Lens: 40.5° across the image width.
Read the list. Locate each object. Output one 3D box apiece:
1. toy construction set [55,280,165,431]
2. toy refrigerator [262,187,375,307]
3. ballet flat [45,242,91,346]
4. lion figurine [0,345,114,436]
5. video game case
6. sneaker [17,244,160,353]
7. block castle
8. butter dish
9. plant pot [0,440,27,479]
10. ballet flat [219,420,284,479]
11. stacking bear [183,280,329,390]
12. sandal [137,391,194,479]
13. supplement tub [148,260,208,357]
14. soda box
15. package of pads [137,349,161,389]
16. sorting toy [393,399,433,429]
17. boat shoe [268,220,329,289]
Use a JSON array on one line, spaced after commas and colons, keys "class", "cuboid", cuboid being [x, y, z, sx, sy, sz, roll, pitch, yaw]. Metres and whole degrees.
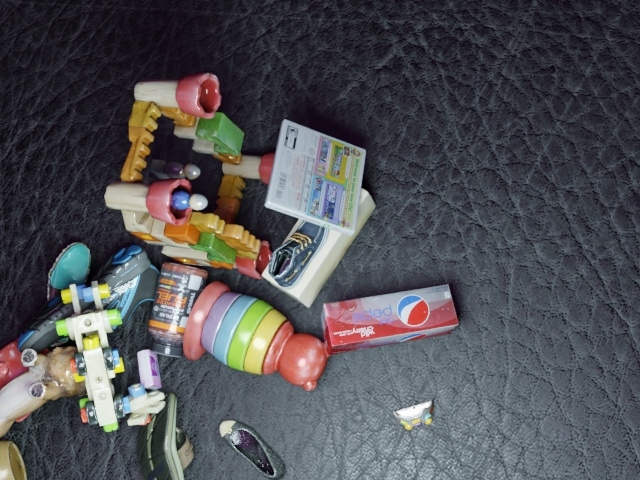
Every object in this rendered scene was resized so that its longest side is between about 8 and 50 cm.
[{"class": "toy construction set", "cuboid": [-0.434, 0.252, 1.745, 0.151, 0.215, 0.328, -26, 106, -9]}, {"class": "toy refrigerator", "cuboid": [0.000, 0.000, 1.867, 0.102, 0.094, 0.269, 30, 81, 23]}, {"class": "ballet flat", "cuboid": [-0.588, 0.121, 1.977, 0.091, 0.077, 0.241, 19, 75, -24]}, {"class": "lion figurine", "cuboid": [-0.631, 0.334, 1.819, 0.392, 0.240, 0.142, -25, 78, -2]}, {"class": "video game case", "cuboid": [-0.007, -0.130, 1.788, 0.193, 0.023, 0.212, 19, 58, -16]}, {"class": "sneaker", "cuboid": [-0.494, 0.159, 1.887, 0.341, 0.125, 0.140, -34, 114, -7]}, {"class": "block castle", "cuboid": [-0.207, -0.114, 1.759, 0.213, 0.453, 0.303, 7, 75, 23]}, {"class": "butter dish", "cuboid": [-0.681, 0.295, 1.926, 0.160, 0.118, 0.160, -45, 70, -1]}, {"class": "plant pot", "cuboid": [-0.766, 0.524, 1.843, 0.254, 0.237, 0.237, -16, 70, -8]}, {"class": "ballet flat", "cuboid": [-0.141, 0.429, 1.796, 0.173, 0.049, 0.057, 35, 84, 20]}, {"class": "stacking bear", "cuboid": [-0.121, 0.209, 1.801, 0.289, 0.164, 0.175, 23, 68, 11]}, {"class": "sandal", "cuboid": [-0.310, 0.463, 1.803, 0.120, 0.086, 0.303, -38, 50, 32]}, {"class": "supplement tub", "cuboid": [-0.312, 0.150, 1.882, 0.106, 0.106, 0.198, 10, 84, 16]}, {"class": "soda box", "cuboid": [0.136, 0.160, 1.751, 0.263, 0.083, 0.092, -8, 72, -8]}, {"class": "package of pads", "cuboid": [-0.373, 0.282, 1.893, 0.032, 0.050, 0.083, -15, 72, 9]}, {"class": "sorting toy", "cuboid": [0.186, 0.347, 1.728, 0.083, 0.075, 0.045, -18, 71, 8]}, {"class": "boat shoe", "cuboid": [-0.042, 0.010, 1.777, 0.065, 0.083, 0.183, 22, 78, 22]}]
